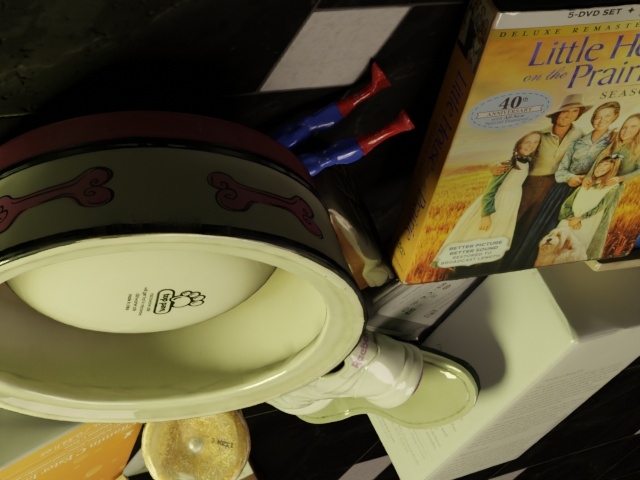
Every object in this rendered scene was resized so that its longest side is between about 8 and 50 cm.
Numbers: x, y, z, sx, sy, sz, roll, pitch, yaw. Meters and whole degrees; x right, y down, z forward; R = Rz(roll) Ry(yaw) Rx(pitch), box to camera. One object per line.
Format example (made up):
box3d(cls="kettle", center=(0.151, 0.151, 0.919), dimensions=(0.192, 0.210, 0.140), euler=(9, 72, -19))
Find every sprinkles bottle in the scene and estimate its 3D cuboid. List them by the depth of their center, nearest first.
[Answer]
box3d(cls="sprinkles bottle", center=(-0.151, 0.213, 1.882), dimensions=(0.121, 0.121, 0.355), euler=(-26, -175, -4))

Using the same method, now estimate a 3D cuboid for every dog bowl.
box3d(cls="dog bowl", center=(-0.166, 0.028, 1.476), dimensions=(0.408, 0.150, 0.408), euler=(-5, 152, -3))

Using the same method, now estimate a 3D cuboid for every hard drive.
box3d(cls="hard drive", center=(0.176, 0.051, 2.166), dimensions=(0.237, 0.064, 0.339), euler=(-35, 158, 20))

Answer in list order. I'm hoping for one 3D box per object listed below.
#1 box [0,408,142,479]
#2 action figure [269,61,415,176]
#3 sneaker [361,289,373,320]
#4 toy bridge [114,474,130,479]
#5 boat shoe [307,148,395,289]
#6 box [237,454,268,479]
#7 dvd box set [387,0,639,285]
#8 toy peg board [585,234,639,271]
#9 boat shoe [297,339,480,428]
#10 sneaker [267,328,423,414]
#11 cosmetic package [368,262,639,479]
box3d(cls="box", center=(-0.340, 0.217, 1.762), dimensions=(0.215, 0.168, 0.345), euler=(-28, 161, -29))
box3d(cls="action figure", center=(-0.053, -0.084, 1.573), dimensions=(0.280, 0.091, 0.139), euler=(-31, 164, 7))
box3d(cls="sneaker", center=(-0.052, 0.104, 1.915), dimensions=(0.234, 0.078, 0.106), euler=(-12, 178, 9))
box3d(cls="toy bridge", center=(-0.287, 0.337, 1.844), dimensions=(0.188, 0.026, 0.063), euler=(-36, 166, -5))
box3d(cls="boat shoe", center=(0.000, 0.000, 1.780), dimensions=(0.120, 0.122, 0.324), euler=(-22, 159, 4))
box3d(cls="box", center=(-0.154, 0.454, 2.521), dimensions=(0.191, 0.143, 0.381), euler=(-26, 158, -2))
box3d(cls="dvd box set", center=(0.264, -0.120, 1.726), dimensions=(0.307, 0.062, 0.420), euler=(-7, 142, -20))
box3d(cls="toy peg board", center=(0.373, -0.046, 2.067), dimensions=(0.161, 0.160, 0.079), euler=(-6, 134, -42))
box3d(cls="boat shoe", center=(0.099, 0.188, 2.193), dimensions=(0.340, 0.127, 0.113), euler=(-15, -167, 45))
box3d(cls="sneaker", center=(-0.007, 0.153, 2.078), dimensions=(0.152, 0.114, 0.305), euler=(28, 155, -33))
box3d(cls="cosmetic package", center=(0.278, 0.169, 2.243), dimensions=(0.230, 0.161, 0.453), euler=(-11, 154, -37))
